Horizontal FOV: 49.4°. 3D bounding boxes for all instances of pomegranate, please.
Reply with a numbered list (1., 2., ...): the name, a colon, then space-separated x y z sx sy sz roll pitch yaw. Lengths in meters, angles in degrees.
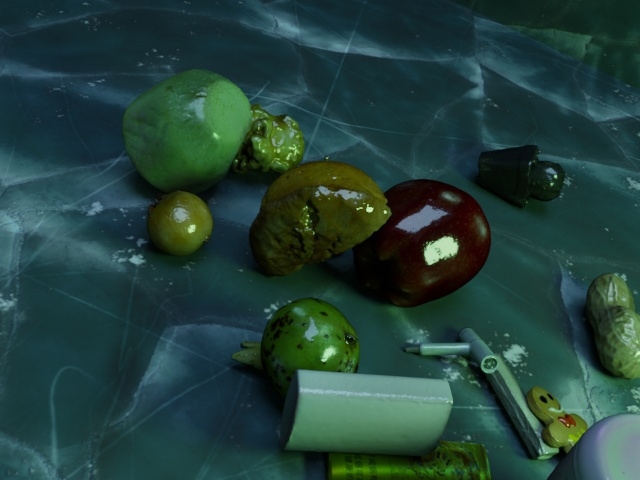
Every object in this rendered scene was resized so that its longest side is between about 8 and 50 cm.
1. pomegranate: -0.042 0.219 1.355 0.263 0.211 0.211 -15 29 29

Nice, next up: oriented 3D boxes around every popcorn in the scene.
1. popcorn: -0.164 -0.256 1.877 0.226 0.200 0.203 40 66 -18

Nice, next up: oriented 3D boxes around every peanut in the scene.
1. peanut: 0.707 0.194 1.660 0.120 0.136 0.298 10 39 -2

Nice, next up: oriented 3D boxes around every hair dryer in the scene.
1. hair dryer: 0.272 0.244 1.504 0.183 0.044 0.155 -6 15 -7

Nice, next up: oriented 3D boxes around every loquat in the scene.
1. loquat: -0.319 -0.038 1.577 0.163 0.137 0.163 3 71 -8

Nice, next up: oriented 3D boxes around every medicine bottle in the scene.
1. medicine bottle: 0.478 0.466 1.118 0.256 0.324 0.256 10 39 -8

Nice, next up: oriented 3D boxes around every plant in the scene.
1. plant: 0.592 -0.194 2.058 0.256 0.164 0.142 18 38 20

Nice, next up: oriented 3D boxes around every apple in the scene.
1. apple: 0.232 0.001 1.621 0.317 0.288 0.288 -32 58 -31

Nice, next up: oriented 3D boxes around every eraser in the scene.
1. eraser: 0.075 0.306 1.217 0.270 0.174 0.094 5 39 -12

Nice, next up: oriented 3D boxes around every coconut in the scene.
1. coconut: -0.335 -0.267 1.725 0.281 0.328 0.328 18 29 -46

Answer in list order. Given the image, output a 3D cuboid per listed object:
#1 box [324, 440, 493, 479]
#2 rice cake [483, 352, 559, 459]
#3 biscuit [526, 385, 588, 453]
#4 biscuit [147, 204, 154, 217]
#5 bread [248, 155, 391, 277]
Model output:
1. box: 0.164 0.440 1.261 0.311 0.043 0.173 7 40 -10
2. rice cake: 0.409 0.340 1.453 0.057 0.052 0.256 -1 43 -24
3. biscuit: 0.508 0.391 1.398 0.158 0.035 0.240 -3 48 -50
4. biscuit: -0.353 -0.060 1.685 0.131 0.019 0.102 10 41 -8
5. bread: -0.027 -0.068 1.543 0.179 0.340 0.194 49 31 -30
